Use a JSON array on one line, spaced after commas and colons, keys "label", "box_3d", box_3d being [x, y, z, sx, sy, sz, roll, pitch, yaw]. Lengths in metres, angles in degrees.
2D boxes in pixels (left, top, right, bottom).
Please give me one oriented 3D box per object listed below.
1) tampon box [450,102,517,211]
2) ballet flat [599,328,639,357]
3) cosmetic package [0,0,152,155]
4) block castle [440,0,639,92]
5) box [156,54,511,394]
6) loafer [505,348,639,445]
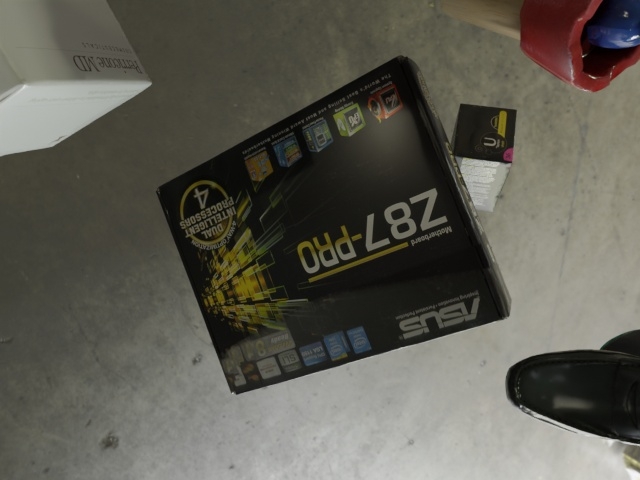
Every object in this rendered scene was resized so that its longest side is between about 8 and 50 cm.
[{"label": "tampon box", "box_3d": [0.289, -0.149, 0.924, 0.161, 0.101, 0.121, 80, 22, -62]}, {"label": "ballet flat", "box_3d": [0.394, 0.133, 0.551, 0.203, 0.074, 0.074, 4, 102, -28]}, {"label": "cosmetic package", "box_3d": [-0.327, -0.258, 0.405, 0.155, 0.197, 0.366, -25, 103, 15]}, {"label": "block castle", "box_3d": [0.296, -0.318, 0.316, 0.453, 0.213, 0.303, -31, 135, -11]}, {"label": "box", "box_3d": [0.000, 0.000, 0.662, 0.097, 0.394, 0.318, -21, 90, -66]}, {"label": "loafer", "box_3d": [0.271, 0.130, 0.411, 0.078, 0.223, 0.076, 43, 53, -69]}]
